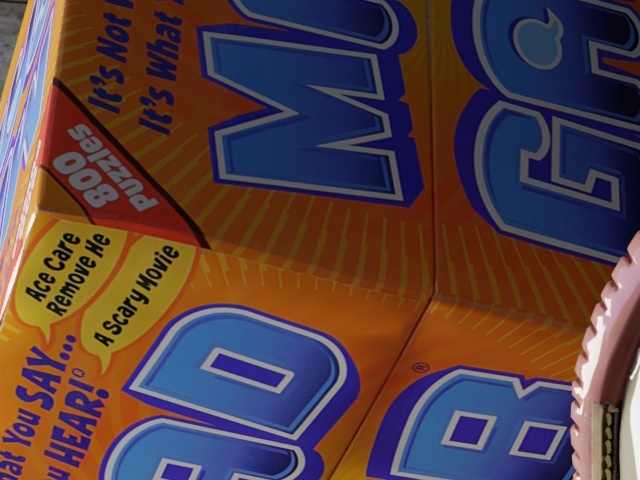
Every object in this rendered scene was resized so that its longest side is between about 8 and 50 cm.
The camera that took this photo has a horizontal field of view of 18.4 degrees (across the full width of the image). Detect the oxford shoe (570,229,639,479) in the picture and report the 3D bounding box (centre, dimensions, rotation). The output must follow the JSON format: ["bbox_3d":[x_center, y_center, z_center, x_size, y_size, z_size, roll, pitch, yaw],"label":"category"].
[{"bbox_3d":[0.164,0.107,0.654,0.146,0.140,0.397,44,133,44],"label":"oxford shoe"}]

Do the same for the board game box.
[{"bbox_3d":[0.000,0.000,1.093,0.356,0.356,0.357,116,162,-46],"label":"board game box"}]
